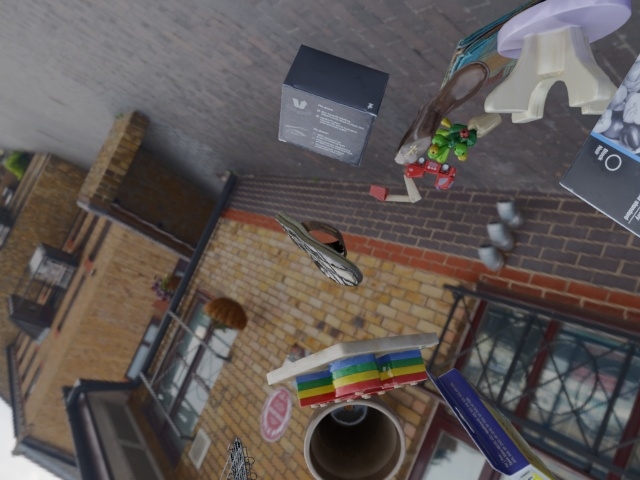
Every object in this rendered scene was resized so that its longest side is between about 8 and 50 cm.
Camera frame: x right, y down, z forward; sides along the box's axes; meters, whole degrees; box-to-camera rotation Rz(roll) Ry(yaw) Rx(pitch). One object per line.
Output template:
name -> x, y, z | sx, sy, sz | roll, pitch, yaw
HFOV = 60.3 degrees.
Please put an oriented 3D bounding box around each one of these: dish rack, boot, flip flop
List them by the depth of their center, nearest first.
boot -> 0.133, -0.139, 0.609 | 0.037, 0.114, 0.106 | 42, 139, -6
dish rack -> -0.169, 0.558, 1.152 | 0.074, 0.271, 0.208 | 6, -146, -22
flip flop -> 0.000, 0.000, 1.167 | 0.277, 0.080, 0.112 | 39, 164, 47

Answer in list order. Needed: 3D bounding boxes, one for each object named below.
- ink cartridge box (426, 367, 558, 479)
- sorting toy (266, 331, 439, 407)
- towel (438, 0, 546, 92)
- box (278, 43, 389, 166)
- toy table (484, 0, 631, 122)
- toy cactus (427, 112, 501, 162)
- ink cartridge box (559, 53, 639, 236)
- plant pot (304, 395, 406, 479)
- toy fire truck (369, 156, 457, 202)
ink cartridge box -> 0.416, 0.452, 1.328 | 0.307, 0.072, 0.303 | 44, -172, -38
sorting toy -> 0.070, 0.268, 1.100 | 0.255, 0.089, 0.257 | 2, 156, -38
towel -> 0.414, -0.438, 1.332 | 0.040, 0.271, 0.370 | 59, 177, 9
box -> 0.018, -0.223, 0.933 | 0.156, 0.093, 0.158 | 19, 156, 1
toy table -> 0.408, -0.301, 0.951 | 0.252, 0.161, 0.274 | -1, -177, 2
toy cactus -> 0.323, -0.251, 1.273 | 0.112, 0.180, 0.219 | 60, -172, -8
ink cartridge box -> 0.403, -0.096, 0.603 | 0.045, 0.206, 0.208 | -2, -144, -39
plant pot -> 0.086, 0.503, 1.495 | 0.263, 0.263, 0.229 | 24, -171, -5
toy fire truck -> 0.234, -0.147, 1.393 | 0.192, 0.135, 0.047 | 20, -172, 16
